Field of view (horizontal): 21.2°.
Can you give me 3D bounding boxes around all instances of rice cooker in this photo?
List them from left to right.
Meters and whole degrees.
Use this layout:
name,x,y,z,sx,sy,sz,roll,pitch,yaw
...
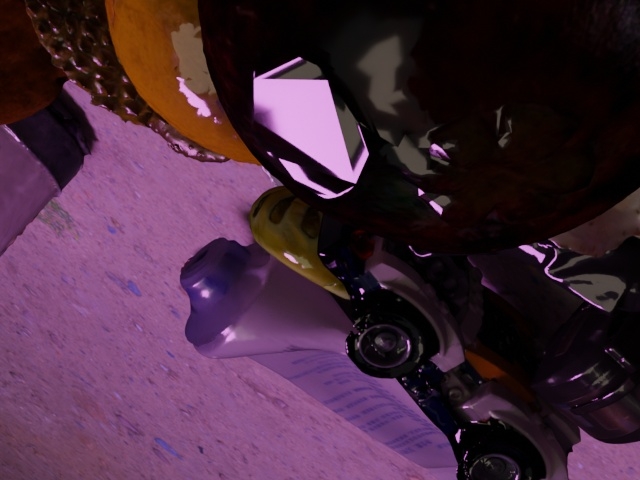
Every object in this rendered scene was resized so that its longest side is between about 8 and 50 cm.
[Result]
name,x,y,z,sx,sy,sz,roll,pitch,yaw
rice cooker,0.231,0.095,1.312,0.106,0.112,0.165,41,164,-13

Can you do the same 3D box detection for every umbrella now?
name,x,y,z,sx,sy,sz,roll,pitch,yaw
umbrella,0.184,0.000,1.221,0.340,0.118,0.118,29,155,22

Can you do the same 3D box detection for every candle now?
name,x,y,z,sx,sy,sz,roll,pitch,yaw
candle,-0.406,-0.038,1.812,0.187,0.330,0.187,37,166,11

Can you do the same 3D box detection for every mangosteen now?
name,x,y,z,sx,sy,sz,roll,pitch,yaw
mangosteen,0.071,-0.140,0.925,0.311,0.311,0.311,33,157,16

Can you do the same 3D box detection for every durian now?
name,x,y,z,sx,sy,sz,roll,pitch,yaw
durian,-0.172,-0.193,1.423,0.252,0.144,0.139,43,177,-18

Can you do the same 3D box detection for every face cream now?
name,x,y,z,sx,sy,sz,roll,pitch,yaw
face cream,0.033,0.144,1.744,0.420,0.137,0.235,38,158,-18

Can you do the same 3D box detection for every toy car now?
name,x,y,z,sx,sy,sz,roll,pitch,yaw
toy car,0.107,0.076,1.404,0.118,0.193,0.301,-29,113,20

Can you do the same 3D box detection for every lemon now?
name,x,y,z,sx,sy,sz,roll,pitch,yaw
lemon,-0.048,-0.154,1.185,0.188,0.188,0.256,9,149,52

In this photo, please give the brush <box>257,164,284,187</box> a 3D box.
name,x,y,z,sx,sy,sz,roll,pitch,yaw
brush,-0.076,-0.116,1.538,0.205,0.011,0.083,48,157,-18

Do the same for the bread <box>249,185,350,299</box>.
name,x,y,z,sx,sy,sz,roll,pitch,yaw
bread,0.000,0.000,1.527,0.139,0.071,0.130,32,178,-33

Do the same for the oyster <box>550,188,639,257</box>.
name,x,y,z,sx,sy,sz,roll,pitch,yaw
oyster,0.137,-0.093,1.126,0.233,0.107,0.161,21,126,0

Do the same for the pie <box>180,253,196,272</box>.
name,x,y,z,sx,sy,sz,roll,pitch,yaw
pie,-0.093,0.071,1.888,0.154,0.036,0.154,35,158,16

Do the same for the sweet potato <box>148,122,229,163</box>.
name,x,y,z,sx,sy,sz,roll,pitch,yaw
sweet potato,-0.181,-0.160,1.560,0.274,0.067,0.067,43,159,11

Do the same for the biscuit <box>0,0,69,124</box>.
name,x,y,z,sx,sy,sz,roll,pitch,yaw
biscuit,-0.284,-0.198,1.468,0.036,0.212,0.212,40,166,52
